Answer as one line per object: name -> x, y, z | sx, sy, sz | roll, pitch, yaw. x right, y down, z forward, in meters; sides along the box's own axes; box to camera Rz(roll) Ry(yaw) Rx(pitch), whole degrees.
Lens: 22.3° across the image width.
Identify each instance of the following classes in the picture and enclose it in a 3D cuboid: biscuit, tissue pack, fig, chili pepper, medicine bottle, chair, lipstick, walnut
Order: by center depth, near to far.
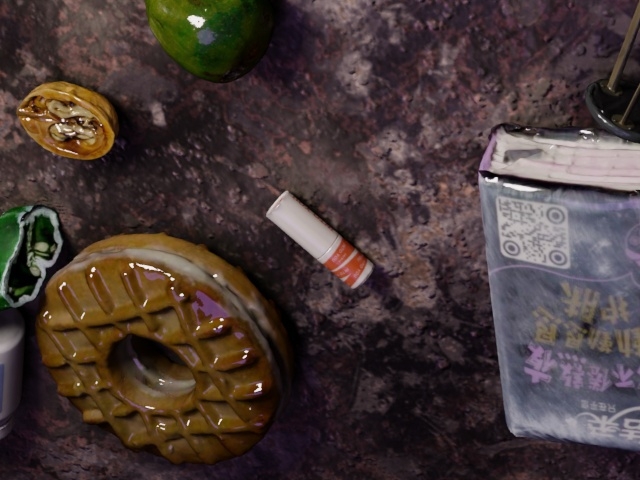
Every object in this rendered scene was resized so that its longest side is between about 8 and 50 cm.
chair -> 0.314, -0.173, 1.498 | 0.104, 0.095, 0.221 | 32, 134, 12
fig -> -0.134, -0.235, 1.646 | 0.177, 0.117, 0.117 | 32, 133, 11
tissue pack -> 0.302, 0.061, 1.679 | 0.259, 0.122, 0.361 | 5, 130, 22
walnut -> -0.274, -0.140, 1.807 | 0.121, 0.052, 0.091 | 16, 132, 14
lipstick -> 0.000, 0.000, 1.809 | 0.130, 0.038, 0.038 | 40, 131, -11
biscuit -> -0.188, 0.133, 1.955 | 0.332, 0.103, 0.332 | 12, 131, 14
chili pepper -> -0.442, 0.040, 1.979 | 0.270, 0.136, 0.099 | -10, 155, 34
medicine bottle -> -0.435, 0.170, 2.090 | 0.102, 0.103, 0.187 | 20, 131, 8
